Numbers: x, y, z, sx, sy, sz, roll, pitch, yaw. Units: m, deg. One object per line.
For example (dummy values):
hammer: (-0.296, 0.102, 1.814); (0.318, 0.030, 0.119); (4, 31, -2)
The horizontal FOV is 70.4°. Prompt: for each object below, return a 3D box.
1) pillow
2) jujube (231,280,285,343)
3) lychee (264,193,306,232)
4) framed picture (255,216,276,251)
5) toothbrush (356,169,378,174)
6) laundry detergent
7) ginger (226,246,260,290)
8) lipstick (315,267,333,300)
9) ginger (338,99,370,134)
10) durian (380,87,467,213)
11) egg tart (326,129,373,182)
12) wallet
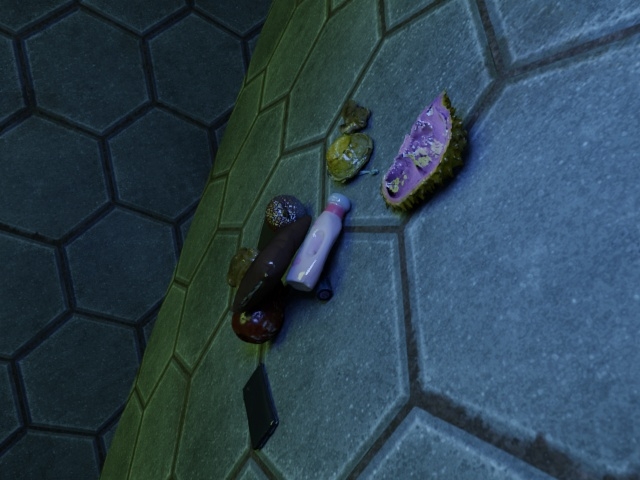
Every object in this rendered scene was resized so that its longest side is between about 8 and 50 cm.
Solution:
pillow: (-0.163, 0.076, 1.511); (0.308, 0.108, 0.305); (-47, 8, 50)
jujube: (-0.216, 0.247, 1.650); (0.190, 0.190, 0.255); (-31, 37, 49)
lychee: (-0.136, -0.100, 1.760); (0.197, 0.165, 0.165); (108, 180, -82)
framed picture: (-0.222, -0.034, 2.027); (0.252, 0.014, 0.196); (-15, 58, 57)
toothbrush: (0.129, -0.228, 1.534); (0.220, 0.019, 0.016); (14, 122, 63)
laundry detergent: (0.000, 0.000, 1.465); (0.159, 0.088, 0.335); (-12, 48, 63)
ginger: (-0.305, 0.134, 1.950); (0.270, 0.123, 0.218); (11, 83, 52)
lipstick: (0.000, 0.102, 1.508); (0.053, 0.054, 0.234); (-53, 26, 26)
ginger: (0.128, -0.458, 1.664); (0.133, 0.059, 0.214); (-31, 35, 37)
durian: (0.276, -0.191, 1.160); (0.341, 0.112, 0.191); (-60, 37, 33)
egg tart: (0.086, -0.297, 1.572); (0.213, 0.090, 0.212); (-37, 37, 34)
wallet: (-0.214, 0.566, 1.567); (0.146, 0.030, 0.285); (-56, 29, 15)
